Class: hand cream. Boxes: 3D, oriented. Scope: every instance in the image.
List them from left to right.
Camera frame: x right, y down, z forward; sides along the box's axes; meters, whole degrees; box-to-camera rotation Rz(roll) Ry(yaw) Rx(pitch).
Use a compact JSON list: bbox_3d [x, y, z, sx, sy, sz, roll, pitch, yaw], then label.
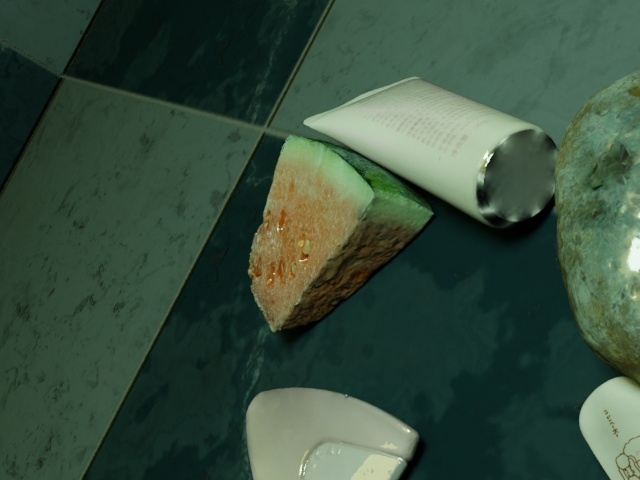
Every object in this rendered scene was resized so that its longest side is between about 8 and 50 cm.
[{"bbox_3d":[0.135,-0.125,1.103,0.185,0.118,0.358,-26,32,-17],"label":"hand cream"}]

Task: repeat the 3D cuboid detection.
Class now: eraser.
[{"bbox_3d":[-0.006,0.254,1.064,0.243,0.059,0.204,34,93,50],"label":"eraser"}]

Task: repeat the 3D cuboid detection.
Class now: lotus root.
[{"bbox_3d":[0.294,-0.011,0.811,0.175,0.175,0.350,-18,53,42],"label":"lotus root"}]

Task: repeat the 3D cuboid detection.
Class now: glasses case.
[{"bbox_3d":[0.290,0.198,0.768,0.074,0.049,0.193,-46,40,17],"label":"glasses case"}]

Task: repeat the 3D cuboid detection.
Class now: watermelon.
[{"bbox_3d":[0.000,0.000,1.189,0.257,0.139,0.193,-59,41,17],"label":"watermelon"}]
